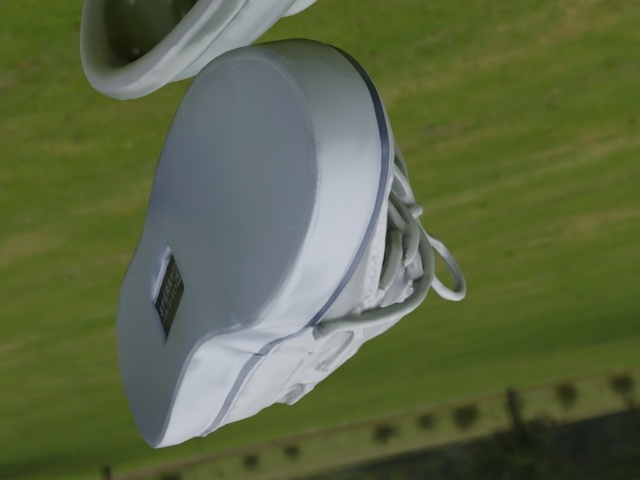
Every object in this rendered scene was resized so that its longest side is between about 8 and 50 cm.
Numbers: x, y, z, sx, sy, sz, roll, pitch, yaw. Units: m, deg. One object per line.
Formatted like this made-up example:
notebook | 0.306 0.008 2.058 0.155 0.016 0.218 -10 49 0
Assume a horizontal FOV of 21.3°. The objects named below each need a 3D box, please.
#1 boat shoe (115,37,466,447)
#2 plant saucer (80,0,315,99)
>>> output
boat shoe | 0.002 0.008 0.886 0.156 0.136 0.367 -11 156 -22
plant saucer | -0.023 -0.260 1.103 0.100 0.400 0.400 25 152 -22
